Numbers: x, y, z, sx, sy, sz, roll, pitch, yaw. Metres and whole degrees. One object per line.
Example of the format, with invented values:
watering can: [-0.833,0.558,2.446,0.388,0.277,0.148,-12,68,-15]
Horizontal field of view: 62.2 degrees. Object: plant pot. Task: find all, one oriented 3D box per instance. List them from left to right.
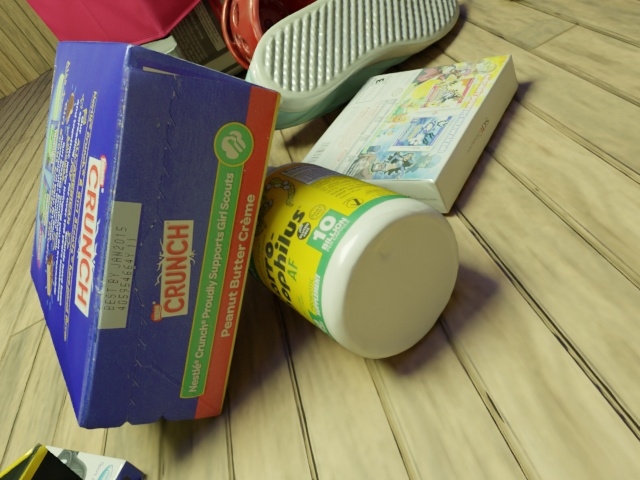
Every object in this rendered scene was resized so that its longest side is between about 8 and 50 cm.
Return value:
plant pot: [-0.059,-0.349,0.848,0.191,0.191,0.174,-44,31,-17]

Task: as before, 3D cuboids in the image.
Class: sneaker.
sneaker: [0.034,-0.267,0.734,0.365,0.135,0.150,-33,2,-27]

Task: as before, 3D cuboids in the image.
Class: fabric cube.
fabric cube: [-0.343,-0.489,0.864,0.258,0.258,0.254,1,50,34]

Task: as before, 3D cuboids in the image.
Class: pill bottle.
pill bottle: [-0.282,-0.364,1.039,0.318,0.176,0.176,-26,36,8]
pill bottle: [0.000,0.000,0.441,0.117,0.118,0.208,-42,37,-14]

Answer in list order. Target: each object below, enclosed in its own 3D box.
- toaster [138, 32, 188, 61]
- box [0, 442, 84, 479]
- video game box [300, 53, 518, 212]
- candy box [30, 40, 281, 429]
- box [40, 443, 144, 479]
toaster: [-0.241,-0.229,0.859,0.110,0.168,0.186,-31,36,-3]
box: [-0.244,0.279,0.220,0.257,0.079,0.322,-36,17,7]
video game box: [0.089,-0.116,0.574,0.187,0.048,0.205,4,48,44]
candy box: [-0.179,-0.034,0.493,0.317,0.122,0.269,31,112,53]
box: [-0.201,0.211,0.418,0.136,0.028,0.081,-8,41,32]
